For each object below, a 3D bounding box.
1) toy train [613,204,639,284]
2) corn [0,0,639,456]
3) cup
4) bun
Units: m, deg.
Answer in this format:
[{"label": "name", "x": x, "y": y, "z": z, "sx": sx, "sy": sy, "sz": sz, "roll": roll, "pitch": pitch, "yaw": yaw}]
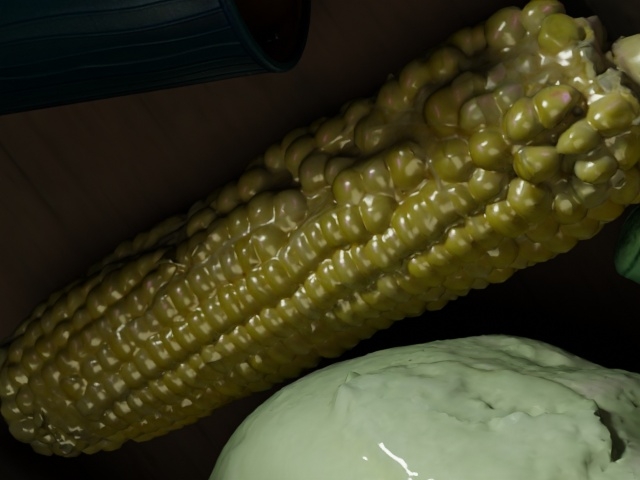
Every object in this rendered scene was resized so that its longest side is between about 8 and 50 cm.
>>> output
[{"label": "toy train", "x": 0.209, "y": 0.015, "z": 0.585, "sx": 0.200, "sy": 0.083, "sz": 0.132, "roll": 23, "pitch": 110, "yaw": -8}, {"label": "corn", "x": 0.000, "y": 0.000, "z": 0.611, "sx": 0.288, "sy": 0.086, "sz": 0.086, "roll": -28, "pitch": 109, "yaw": 23}, {"label": "cup", "x": -0.086, "y": -0.115, "z": 0.565, "sx": 0.138, "sy": 0.150, "sz": 0.113, "roll": -9, "pitch": 149, "yaw": 16}, {"label": "bun", "x": 0.100, "y": 0.145, "z": 0.613, "sx": 0.293, "sy": 0.187, "sz": 0.293, "roll": 28, "pitch": 143, "yaw": 23}]
